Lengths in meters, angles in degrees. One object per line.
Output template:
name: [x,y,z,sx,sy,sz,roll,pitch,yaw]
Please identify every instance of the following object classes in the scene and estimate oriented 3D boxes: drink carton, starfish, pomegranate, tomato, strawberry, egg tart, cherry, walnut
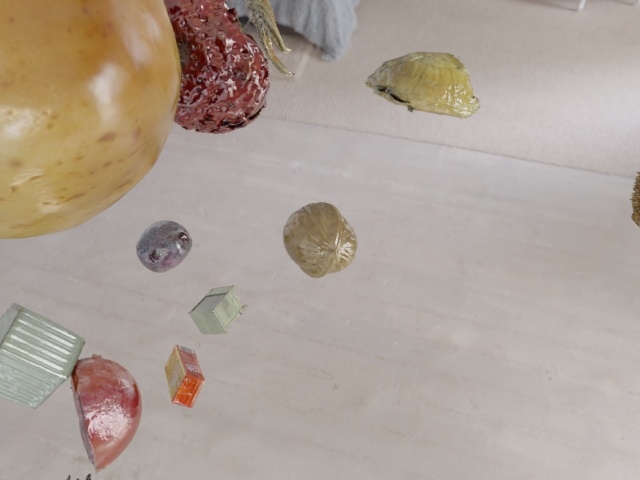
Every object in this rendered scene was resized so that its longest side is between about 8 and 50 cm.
drink carton: [-0.424,0.415,1.544,0.071,0.096,0.223,26,1,-26]
starfish: [-0.106,-0.399,0.918,0.050,0.138,0.247,-21,66,-1]
pomegranate: [-0.357,-0.176,0.524,0.410,0.410,0.410,0,46,0]
tomato: [-0.584,0.463,1.383,0.170,0.309,0.309,-18,48,-28]
strawberry: [-0.227,-0.291,0.820,0.220,0.274,0.274,-34,54,-19]
egg tart: [0.203,-0.310,0.964,0.232,0.098,0.252,18,31,14]
cherry: [-0.554,0.018,1.773,0.195,0.195,0.195,0,46,0]
walnut: [0.000,0.000,1.452,0.228,0.228,0.228,0,46,0]

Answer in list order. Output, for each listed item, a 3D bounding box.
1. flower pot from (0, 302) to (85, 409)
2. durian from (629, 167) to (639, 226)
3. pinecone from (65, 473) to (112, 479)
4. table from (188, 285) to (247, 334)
flower pot: [-0.775,0.301,1.308,0.239,0.189,0.209,-43,34,6]
durian: [0.477,-0.062,0.620,0.168,0.137,0.158,-25,44,13]
pinecone: [-0.441,0.532,0.921,0.208,0.207,0.207,0,46,0]
table: [-0.211,0.145,1.036,0.079,0.062,0.083,-10,27,35]
